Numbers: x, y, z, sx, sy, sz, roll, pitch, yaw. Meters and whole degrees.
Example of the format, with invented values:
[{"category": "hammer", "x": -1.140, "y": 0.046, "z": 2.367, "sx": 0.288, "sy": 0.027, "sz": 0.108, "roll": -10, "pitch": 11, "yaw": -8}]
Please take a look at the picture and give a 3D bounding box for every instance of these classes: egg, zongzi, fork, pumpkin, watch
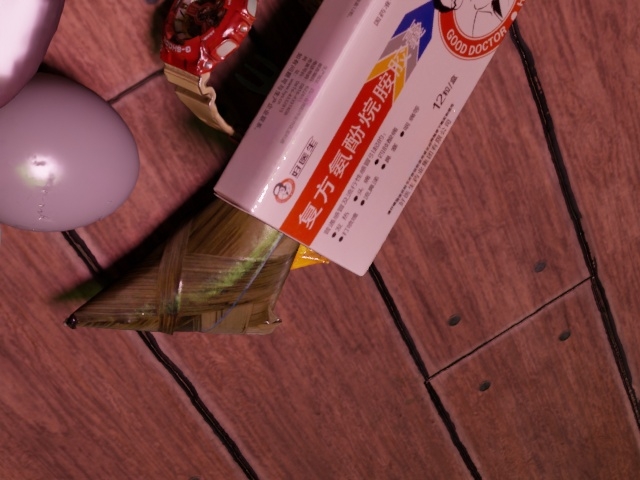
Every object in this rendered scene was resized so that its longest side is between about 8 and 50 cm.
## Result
[{"category": "egg", "x": -0.254, "y": -0.080, "z": 1.308, "sx": 0.198, "sy": 0.146, "sz": 0.146, "roll": 12, "pitch": 121, "yaw": -46}, {"category": "zongzi", "x": -0.134, "y": 0.005, "z": 1.487, "sx": 0.242, "sy": 0.112, "sz": 0.221, "roll": 1, "pitch": 129, "yaw": -31}, {"category": "fork", "x": -0.006, "y": -0.124, "z": 1.501, "sx": 0.039, "sy": 0.021, "sz": 0.235, "roll": -41, "pitch": 128, "yaw": 13}, {"category": "pumpkin", "x": -0.001, "y": -0.001, "z": 1.621, "sx": 0.073, "sy": 0.035, "sz": 0.101, "roll": -6, "pitch": 133, "yaw": -24}, {"category": "watch", "x": -0.043, "y": -0.162, "z": 1.396, "sx": 0.165, "sy": 0.102, "sz": 0.268, "roll": -52, "pitch": 135, "yaw": -9}]

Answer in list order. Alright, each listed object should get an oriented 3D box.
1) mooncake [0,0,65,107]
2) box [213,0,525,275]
[{"category": "mooncake", "x": -0.370, "y": -0.250, "z": 1.025, "sx": 0.381, "sy": 0.212, "sz": 0.350, "roll": 33, "pitch": 102, "yaw": -36}, {"category": "box", "x": 0.058, "y": -0.155, "z": 1.404, "sx": 0.214, "sy": 0.069, "sz": 0.353, "roll": 31, "pitch": 88, "yaw": -53}]
